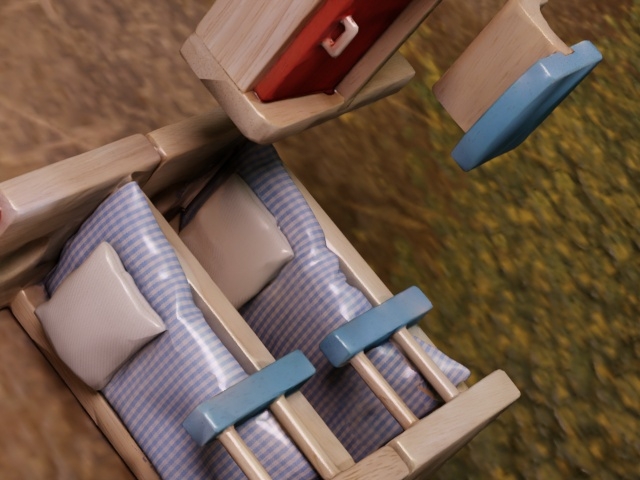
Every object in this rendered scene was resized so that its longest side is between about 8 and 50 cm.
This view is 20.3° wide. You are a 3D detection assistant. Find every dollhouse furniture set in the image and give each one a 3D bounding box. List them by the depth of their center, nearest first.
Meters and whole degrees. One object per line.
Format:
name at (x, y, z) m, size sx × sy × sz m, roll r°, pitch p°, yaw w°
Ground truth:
dollhouse furniture set at (0.000, 0.000, 0.492) m, size 0.129 × 0.183 × 0.129 m, roll 51°, pitch 39°, yaw 11°
